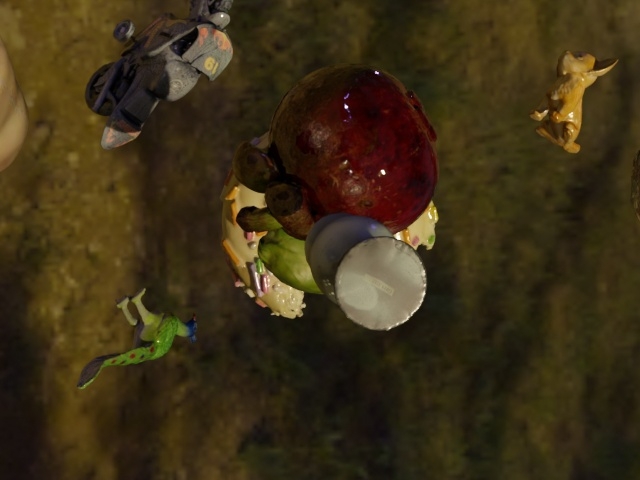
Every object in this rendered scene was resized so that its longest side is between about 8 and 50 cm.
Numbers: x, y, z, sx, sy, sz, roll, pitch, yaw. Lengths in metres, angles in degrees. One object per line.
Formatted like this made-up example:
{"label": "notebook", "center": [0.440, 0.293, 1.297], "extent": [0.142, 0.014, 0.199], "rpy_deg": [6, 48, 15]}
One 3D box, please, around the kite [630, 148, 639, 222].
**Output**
{"label": "kite", "center": [0.372, 0.008, 1.482], "extent": [0.127, 0.016, 0.229], "rpy_deg": [75, 7, -61]}

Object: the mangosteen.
{"label": "mangosteen", "center": [0.010, -0.089, 1.583], "extent": [0.215, 0.257, 0.215], "rpy_deg": [62, 7, -13]}

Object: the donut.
{"label": "donut", "center": [-0.011, -0.050, 2.254], "extent": [0.307, 0.371, 0.150], "rpy_deg": [60, 23, -6]}

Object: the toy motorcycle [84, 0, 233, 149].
{"label": "toy motorcycle", "center": [-0.245, -0.279, 2.129], "extent": [0.108, 0.307, 0.173], "rpy_deg": [37, 19, -47]}

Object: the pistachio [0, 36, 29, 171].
{"label": "pistachio", "center": [-0.430, -0.149, 1.361], "extent": [0.208, 0.332, 0.226], "rpy_deg": [21, 82, -49]}

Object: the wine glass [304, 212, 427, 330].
{"label": "wine glass", "center": [0.037, 0.023, 1.321], "extent": [0.202, 0.093, 0.093], "rpy_deg": [-143, -134, -78]}

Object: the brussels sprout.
{"label": "brussels sprout", "center": [0.002, 0.004, 1.739], "extent": [0.149, 0.122, 0.151], "rpy_deg": [-53, 173, 31]}

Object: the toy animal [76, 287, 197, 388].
{"label": "toy animal", "center": [-0.196, 0.093, 1.396], "extent": [0.217, 0.041, 0.075], "rpy_deg": [-19, 88, -63]}

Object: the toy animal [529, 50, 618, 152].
{"label": "toy animal", "center": [0.231, -0.129, 1.219], "extent": [0.081, 0.060, 0.083], "rpy_deg": [44, 75, -26]}
